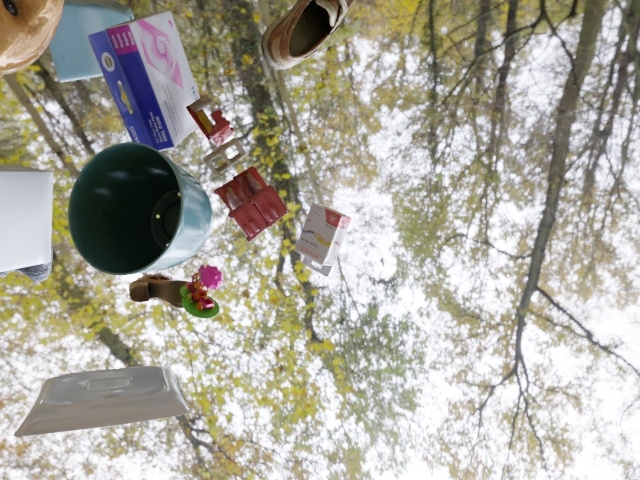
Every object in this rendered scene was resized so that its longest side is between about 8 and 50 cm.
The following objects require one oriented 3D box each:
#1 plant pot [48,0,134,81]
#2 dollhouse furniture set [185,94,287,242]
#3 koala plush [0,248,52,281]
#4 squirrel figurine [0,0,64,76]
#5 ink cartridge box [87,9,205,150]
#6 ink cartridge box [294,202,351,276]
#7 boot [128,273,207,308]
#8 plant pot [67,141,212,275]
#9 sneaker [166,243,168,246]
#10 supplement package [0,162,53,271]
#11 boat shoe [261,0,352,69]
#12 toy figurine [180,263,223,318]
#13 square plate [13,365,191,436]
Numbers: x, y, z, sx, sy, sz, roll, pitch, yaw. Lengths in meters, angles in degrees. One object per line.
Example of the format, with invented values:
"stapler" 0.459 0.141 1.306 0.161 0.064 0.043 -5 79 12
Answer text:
"plant pot" -0.760 -0.700 1.569 0.252 0.247 0.248 -8 -146 -10
"dollhouse furniture set" -0.268 -0.206 1.333 0.152 0.374 0.201 -36 -146 -5
"koala plush" -1.182 0.069 1.802 0.221 0.196 0.204 0 -128 -25
"squirrel figurine" -0.513 -0.335 0.501 0.396 0.371 0.281 -36 -150 -17
"ink cartridge box" -0.448 -0.431 1.269 0.071 0.324 0.330 -4 -147 14
"ink cartridge box" 0.000 0.000 1.384 0.115 0.198 0.067 26 -169 32
"boot" -0.580 0.185 1.767 0.283 0.109 0.220 -3 -172 -16
"plant pot" -0.396 -0.061 1.112 0.292 0.235 0.294 -1 -95 16
"sneaker" -0.512 -0.081 1.332 0.084 0.235 0.097 -29 -149 28
"supplement package" -0.846 -0.064 1.218 0.145 0.262 0.204 13 -168 18
"boat shoe" 0.005 -0.516 1.045 0.324 0.122 0.120 -54 -144 -5
"toy figurine" -0.387 0.145 1.540 0.130 0.159 0.173 -3 -143 -48
"square plate" -0.515 0.372 1.133 0.346 0.049 0.344 0 180 -23
